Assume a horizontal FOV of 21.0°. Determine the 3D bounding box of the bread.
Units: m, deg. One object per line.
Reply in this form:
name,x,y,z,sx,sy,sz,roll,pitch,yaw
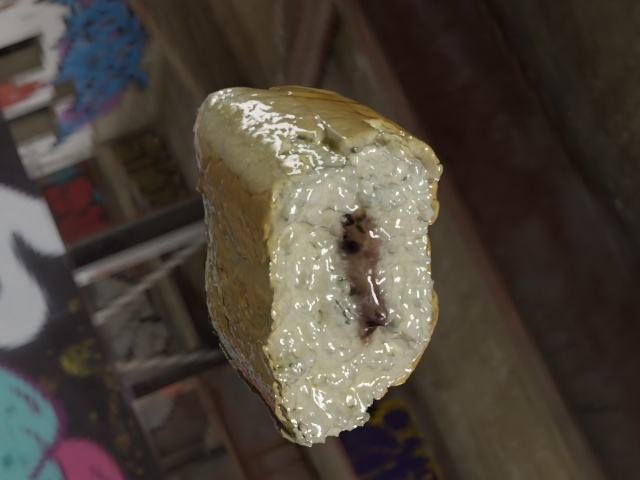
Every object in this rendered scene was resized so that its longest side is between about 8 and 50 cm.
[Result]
bread,-0.001,0.001,0.673,0.106,0.082,0.125,-125,-150,-56
